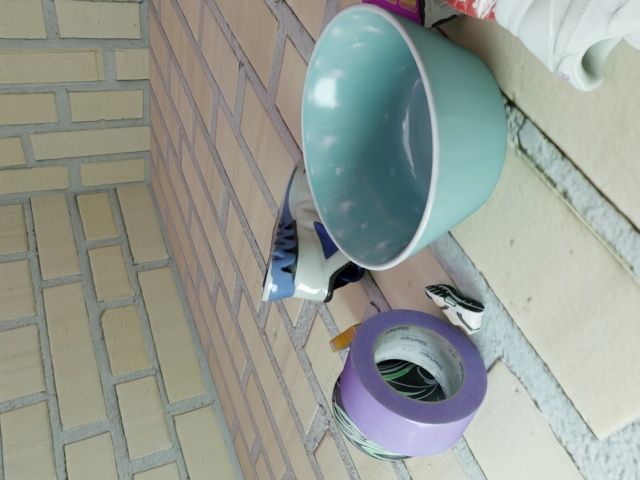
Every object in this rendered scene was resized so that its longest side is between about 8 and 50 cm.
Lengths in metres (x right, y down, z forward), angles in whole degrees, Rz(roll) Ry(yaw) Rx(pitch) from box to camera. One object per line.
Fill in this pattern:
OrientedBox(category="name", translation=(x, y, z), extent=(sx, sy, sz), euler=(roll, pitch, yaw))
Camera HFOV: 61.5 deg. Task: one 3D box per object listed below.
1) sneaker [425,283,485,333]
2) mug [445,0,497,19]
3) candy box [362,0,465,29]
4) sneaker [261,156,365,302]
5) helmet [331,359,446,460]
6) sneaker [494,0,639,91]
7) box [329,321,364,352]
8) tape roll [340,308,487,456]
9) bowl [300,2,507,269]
OrientedBox(category="sneaker", translation=(0.184, 0.095, 0.758), extent=(0.109, 0.040, 0.043), euler=(37, 134, 57))
OrientedBox(category="mug", translation=(0.177, -0.329, 0.528), extent=(0.150, 0.113, 0.169), euler=(59, 153, 29))
OrientedBox(category="candy box", translation=(0.097, -0.390, 0.634), extent=(0.159, 0.071, 0.233), euler=(52, 165, 45))
OrientedBox(category="sneaker", translation=(0.000, 0.001, 1.023), extent=(0.127, 0.182, 0.315), euler=(115, 167, -49))
OrientedBox(category="helmet", translation=(0.104, 0.261, 0.848), extent=(0.169, 0.162, 0.169), euler=(36, 131, 57))
OrientedBox(category="sneaker", translation=(0.267, -0.240, 0.400), extent=(0.152, 0.114, 0.305), euler=(58, 155, 12))
OrientedBox(category="box", translation=(0.072, 0.173, 0.980), extent=(0.028, 0.081, 0.136), euler=(70, 154, 19))
OrientedBox(category="tape roll", translation=(0.126, 0.190, 0.742), extent=(0.189, 0.189, 0.080), euler=(56, 146, 41))
OrientedBox(category="bowl", translation=(0.112, -0.129, 0.678), extent=(0.311, 0.163, 0.311), euler=(38, 133, 56))
